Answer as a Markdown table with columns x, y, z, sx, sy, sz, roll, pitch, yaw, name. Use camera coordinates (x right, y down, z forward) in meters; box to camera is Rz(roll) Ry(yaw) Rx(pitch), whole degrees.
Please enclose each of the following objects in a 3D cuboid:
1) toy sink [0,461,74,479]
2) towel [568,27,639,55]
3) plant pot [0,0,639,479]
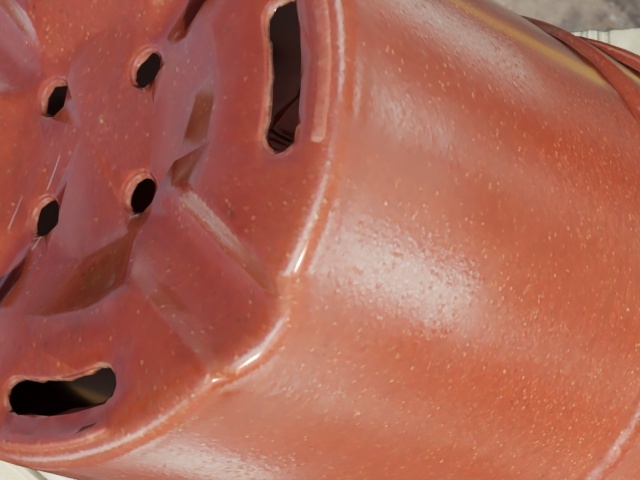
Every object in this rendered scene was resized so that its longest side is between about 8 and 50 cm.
| x | y | z | sx | sy | sz | roll | pitch | yaw | name |
| --- | --- | --- | --- | --- | --- | --- | --- | --- | --- |
| -0.181 | 0.167 | 0.754 | 0.153 | 0.131 | 0.234 | 38 | 101 | 8 | toy sink |
| 0.147 | -0.003 | 0.937 | 0.312 | 0.056 | 0.324 | -4 | 91 | 14 | towel |
| 0.000 | 0.000 | 0.467 | 0.272 | 0.265 | 0.272 | -12 | 70 | 34 | plant pot |
